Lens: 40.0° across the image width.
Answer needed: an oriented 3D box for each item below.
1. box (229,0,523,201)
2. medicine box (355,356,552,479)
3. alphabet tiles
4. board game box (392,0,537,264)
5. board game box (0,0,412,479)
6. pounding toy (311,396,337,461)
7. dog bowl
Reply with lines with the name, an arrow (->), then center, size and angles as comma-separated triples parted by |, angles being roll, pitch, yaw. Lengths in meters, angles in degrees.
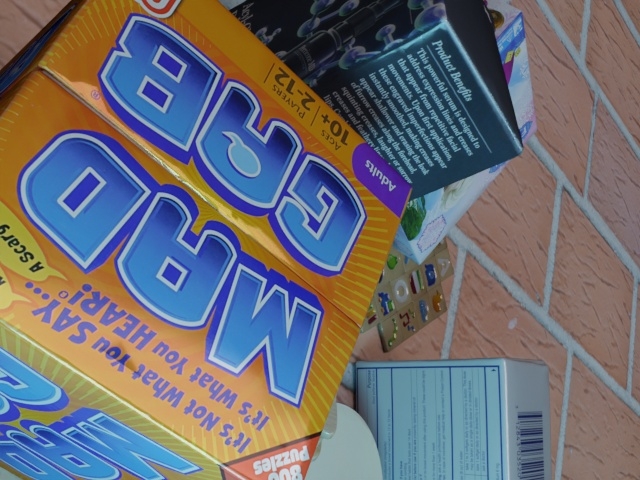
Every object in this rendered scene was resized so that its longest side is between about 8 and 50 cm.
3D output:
box -> 0.018, -0.190, 1.114 | 0.212, 0.396, 0.293 | 50, 27, -36
medicine box -> 0.208, 0.325, 1.418 | 0.149, 0.289, 0.263 | 11, 75, -49
alphabet tiles -> 0.146, 0.032, 1.616 | 0.342, 0.011, 0.285 | -25, 103, -51
board game box -> 0.202, -0.154, 1.352 | 0.318, 0.066, 0.318 | -48, 151, -7
board game box -> -0.197, 0.017, 0.839 | 0.356, 0.356, 0.356 | 41, 53, -25
pounding toy -> -0.094, 0.169, 1.124 | 0.270, 0.155, 0.154 | 30, 46, 2
dog bowl -> -0.024, 0.362, 1.265 | 0.265, 0.104, 0.264 | 11, 76, -51
